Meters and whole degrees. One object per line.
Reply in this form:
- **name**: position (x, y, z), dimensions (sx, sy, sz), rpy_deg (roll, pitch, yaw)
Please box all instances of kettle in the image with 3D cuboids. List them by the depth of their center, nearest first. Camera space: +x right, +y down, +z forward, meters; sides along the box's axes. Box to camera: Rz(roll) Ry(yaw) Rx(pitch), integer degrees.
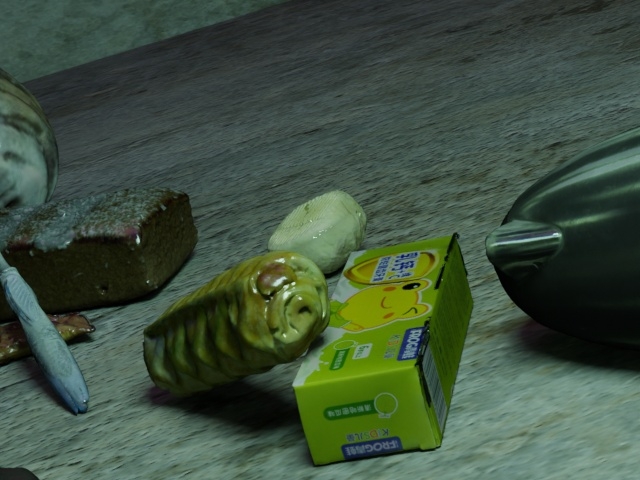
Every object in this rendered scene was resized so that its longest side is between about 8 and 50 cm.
- **kettle**: position (0.275, -0.008, 1.385), dimensions (0.271, 0.207, 0.251), rpy_deg (-11, 22, 39)

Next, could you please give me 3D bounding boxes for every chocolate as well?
- **chocolate**: position (-0.459, -0.090, 2.191), dimensions (0.213, 0.303, 0.303), rpy_deg (27, 37, 26)

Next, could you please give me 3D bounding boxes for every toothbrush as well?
- **toothbrush**: position (-0.312, 0.067, 1.728), dimensions (0.035, 0.042, 0.413), rpy_deg (-30, 38, -11)

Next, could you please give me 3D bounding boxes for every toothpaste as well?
- **toothpaste**: position (0.063, 0.088, 1.450), dimensions (0.110, 0.077, 0.327), rpy_deg (-12, 17, 14)

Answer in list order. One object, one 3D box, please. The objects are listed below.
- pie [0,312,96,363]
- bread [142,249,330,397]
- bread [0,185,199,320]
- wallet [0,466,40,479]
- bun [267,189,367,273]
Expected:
- **pie**: position (-0.329, 0.107, 1.786), dimensions (0.170, 0.034, 0.092), rpy_deg (-18, 21, -8)
- **bread**: position (-0.074, 0.074, 1.444), dimensions (0.098, 0.087, 0.269), rpy_deg (-43, 8, -28)
- **bread**: position (-0.363, 0.023, 1.950), dimensions (0.416, 0.113, 0.165), rpy_deg (-8, 20, 16)
- **wallet**: position (-0.325, 0.251, 1.299), dimensions (0.182, 0.049, 0.229), rpy_deg (-11, 19, 5)
- **bun**: position (0.000, 0.000, 1.796), dimensions (0.115, 0.069, 0.115), rpy_deg (-32, 19, 12)
